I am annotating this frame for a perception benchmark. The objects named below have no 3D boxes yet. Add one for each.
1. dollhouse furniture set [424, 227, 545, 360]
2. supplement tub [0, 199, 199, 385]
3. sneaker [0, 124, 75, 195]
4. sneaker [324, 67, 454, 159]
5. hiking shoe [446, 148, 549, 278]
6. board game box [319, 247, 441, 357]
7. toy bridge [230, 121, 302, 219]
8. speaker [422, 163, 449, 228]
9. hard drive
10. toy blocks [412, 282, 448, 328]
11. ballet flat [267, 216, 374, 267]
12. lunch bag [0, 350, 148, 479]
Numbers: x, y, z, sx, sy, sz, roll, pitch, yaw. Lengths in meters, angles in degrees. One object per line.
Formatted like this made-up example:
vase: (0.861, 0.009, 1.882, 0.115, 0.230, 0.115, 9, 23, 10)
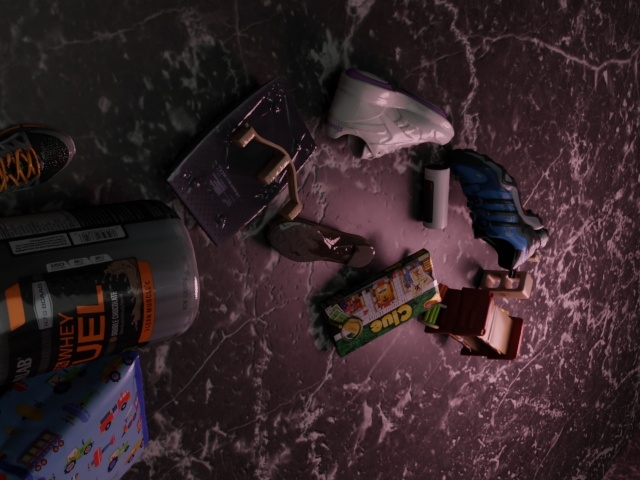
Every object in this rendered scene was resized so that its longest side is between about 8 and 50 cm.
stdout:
dollhouse furniture set: (0.406, 0.087, 1.599, 0.201, 0.152, 0.374, 37, 63, -42)
supplement tub: (-0.348, 0.064, 0.858, 0.337, 0.207, 0.207, -12, 113, -38)
sneaker: (-0.411, -0.087, 0.832, 0.214, 0.083, 0.084, -27, 120, -33)
sneaker: (0.129, -0.221, 1.258, 0.305, 0.114, 0.152, 12, 111, -39)
hiking shoe: (0.375, -0.068, 1.445, 0.304, 0.113, 0.132, 47, 71, -7)
board game box: (0.131, 0.131, 1.380, 0.259, 0.030, 0.136, -27, 122, -14)
toy bridge: (-0.077, -0.120, 1.075, 0.063, 0.026, 0.188, -49, 131, -20)
speaker: (0.252, -0.097, 1.429, 0.055, 0.055, 0.136, -18, 117, -36)
hard drive: (-0.130, -0.132, 1.081, 0.255, 0.054, 0.172, -47, 131, -18)
toy blocks: (0.238, 0.111, 1.475, 0.123, 0.054, 0.148, 20, 92, -19)
ballet flat: (0.000, 0.000, 1.251, 0.249, 0.058, 0.084, 11, 120, -37)
lunch bag: (-0.356, 0.320, 0.968, 0.221, 0.138, 0.293, -52, 149, -44)
